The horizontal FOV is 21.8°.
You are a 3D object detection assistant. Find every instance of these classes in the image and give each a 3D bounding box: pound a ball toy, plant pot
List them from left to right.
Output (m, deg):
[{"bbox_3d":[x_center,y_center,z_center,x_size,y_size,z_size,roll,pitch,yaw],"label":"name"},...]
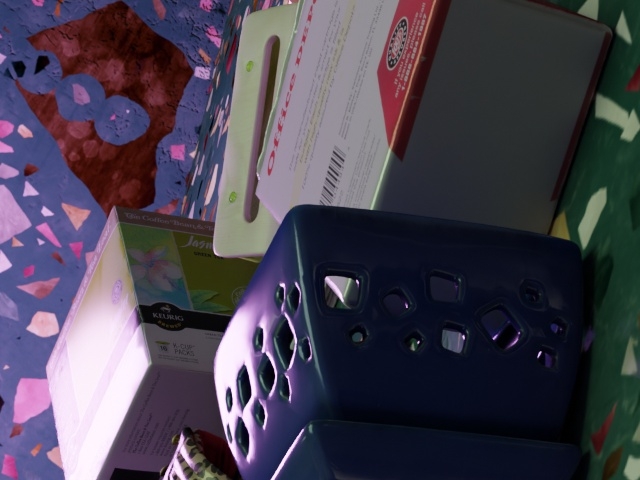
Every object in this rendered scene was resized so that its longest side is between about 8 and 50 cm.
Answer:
[{"bbox_3d":[0.020,-0.119,1.796,0.136,0.208,0.319,-3,75,46],"label":"pound a ball toy"},{"bbox_3d":[0.058,0.131,1.241,0.236,0.236,0.212,118,156,-51],"label":"plant pot"}]

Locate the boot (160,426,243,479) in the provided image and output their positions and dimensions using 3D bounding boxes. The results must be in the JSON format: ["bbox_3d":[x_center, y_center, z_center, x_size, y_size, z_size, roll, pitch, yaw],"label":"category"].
[{"bbox_3d":[-0.187,0.354,1.929,0.284,0.138,0.377,-59,16,2],"label":"boot"}]

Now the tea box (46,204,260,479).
[{"bbox_3d":[-0.216,0.184,2.296,0.329,0.220,0.323,-62,32,34],"label":"tea box"}]

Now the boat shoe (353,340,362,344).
[{"bbox_3d":[0.023,0.155,1.744,0.223,0.073,0.080,124,157,-59],"label":"boat shoe"}]

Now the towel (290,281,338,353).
[{"bbox_3d":[0.000,0.000,2.150,0.285,0.034,0.209,-95,23,-58],"label":"towel"}]

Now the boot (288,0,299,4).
[{"bbox_3d":[0.045,-0.455,2.358,0.211,0.104,0.295,-81,17,-51],"label":"boot"}]

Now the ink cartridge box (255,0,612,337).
[{"bbox_3d":[0.082,-0.111,1.491,0.384,0.160,0.279,-130,54,-68],"label":"ink cartridge box"}]
